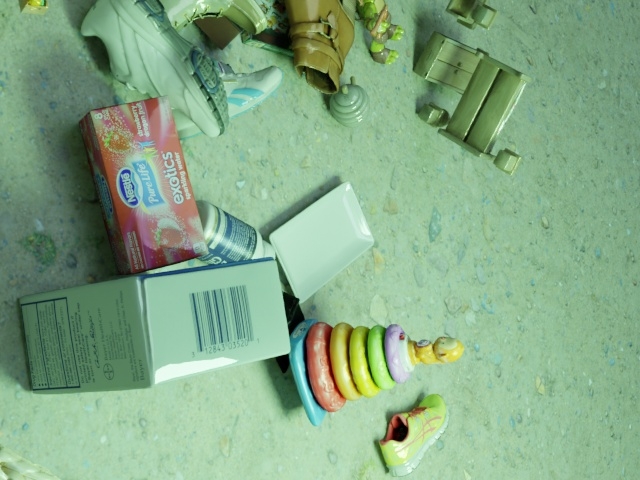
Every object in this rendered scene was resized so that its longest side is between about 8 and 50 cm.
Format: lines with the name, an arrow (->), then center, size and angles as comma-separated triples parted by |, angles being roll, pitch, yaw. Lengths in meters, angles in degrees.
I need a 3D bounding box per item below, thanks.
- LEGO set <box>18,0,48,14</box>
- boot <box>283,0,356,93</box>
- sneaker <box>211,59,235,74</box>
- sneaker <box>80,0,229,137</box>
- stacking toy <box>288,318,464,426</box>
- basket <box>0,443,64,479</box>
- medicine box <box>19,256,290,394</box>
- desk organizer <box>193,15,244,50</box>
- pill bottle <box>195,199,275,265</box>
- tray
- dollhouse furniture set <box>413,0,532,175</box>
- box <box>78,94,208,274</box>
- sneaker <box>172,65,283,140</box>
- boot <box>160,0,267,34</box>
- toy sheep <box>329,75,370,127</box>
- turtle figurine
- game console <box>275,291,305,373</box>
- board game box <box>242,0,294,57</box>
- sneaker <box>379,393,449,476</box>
LEGO set -> -0.404, -0.474, 1.545 | 0.132, 0.107, 0.287 | 48, 34, -39
boot -> -0.039, -0.425, 1.964 | 0.283, 0.109, 0.220 | 34, 59, -48
sneaker -> -0.168, -0.276, 1.863 | 0.069, 0.038, 0.098 | 1, 81, -47
sneaker -> -0.262, -0.283, 1.683 | 0.297, 0.129, 0.111 | 51, 20, -11
stacking toy -> 0.106, 0.210, 1.838 | 0.175, 0.301, 0.166 | -52, 129, -66
basket -> -0.400, 0.435, 1.233 | 0.331, 0.328, 0.266 | 40, 50, -34
medicine box -> -0.241, 0.123, 1.500 | 0.263, 0.289, 0.149 | -8, 89, -48
desk organizer -> -0.200, -0.405, 1.848 | 0.130, 0.050, 0.047 | 46, 15, -12
pill bottle -> -0.160, 0.005, 1.765 | 0.169, 0.094, 0.094 | 30, 60, -40
tray -> 0.000, 0.000, 1.991 | 0.270, 0.030, 0.145 | -37, 108, -45
dollhouse furniture set -> 0.397, -0.341, 2.258 | 0.173, 0.355, 0.303 | 10, 112, -45
box -> -0.277, -0.083, 1.607 | 0.128, 0.122, 0.257 | -15, 93, -21
sneaker -> -0.166, -0.256, 1.781 | 0.228, 0.087, 0.092 | -30, 102, -22
boot -> -0.212, -0.385, 1.761 | 0.213, 0.077, 0.165 | 38, 69, -8
toy sheep -> 0.058, -0.276, 2.075 | 0.132, 0.091, 0.091 | 53, 42, -60
turtle figurine -> 0.112, -0.467, 2.141 | 0.217, 0.087, 0.270 | 64, 21, -53
game console -> -0.083, 0.160, 1.876 | 0.107, 0.071, 0.122 | 25, 58, -8
board game box -> -0.055, -0.426, 2.032 | 0.259, 0.030, 0.136 | 7, 74, -47
sneaker -> 0.186, 0.371, 2.073 | 0.094, 0.081, 0.208 | 58, 46, -18
